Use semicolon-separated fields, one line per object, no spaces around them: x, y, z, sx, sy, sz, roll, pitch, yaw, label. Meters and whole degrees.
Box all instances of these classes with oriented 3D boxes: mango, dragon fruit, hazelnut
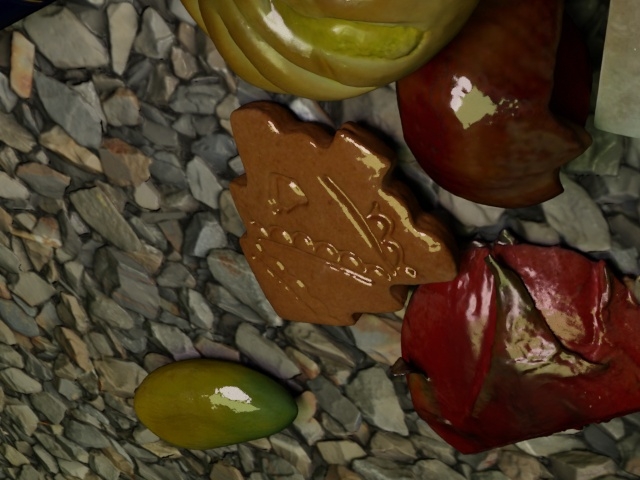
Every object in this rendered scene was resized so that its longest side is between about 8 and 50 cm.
-0.148;0.215;1.235;0.238;0.091;0.137;-19;121;31;mango
0.201;0.130;0.973;0.344;0.100;0.282;-27;106;40;dragon fruit
0.142;-0.122;0.756;0.161;0.170;0.201;-14;138;13;hazelnut

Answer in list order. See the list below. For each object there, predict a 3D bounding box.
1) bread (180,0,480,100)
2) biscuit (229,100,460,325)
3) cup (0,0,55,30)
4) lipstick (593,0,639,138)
-0.023;-0.250;0.660;0.333;0.160;0.332;19;116;45;bread
0.000;0.000;0.991;0.284;0.043;0.306;34;138;8;biscuit
-0.362;-0.282;0.837;0.256;0.255;0.178;-14;80;34;cup
0.253;-0.247;0.629;0.076;0.080;0.371;15;131;23;lipstick
